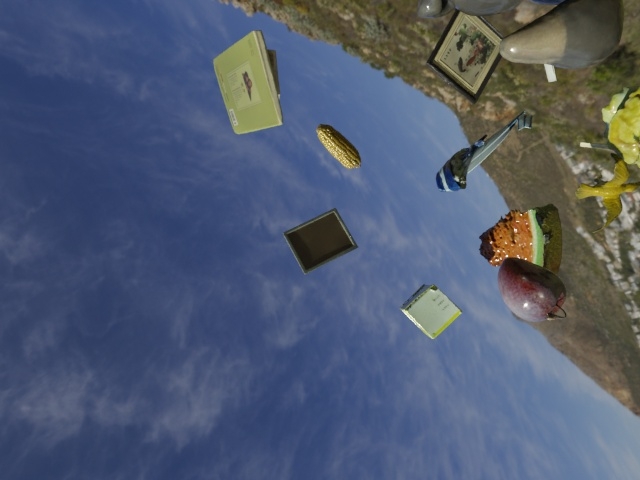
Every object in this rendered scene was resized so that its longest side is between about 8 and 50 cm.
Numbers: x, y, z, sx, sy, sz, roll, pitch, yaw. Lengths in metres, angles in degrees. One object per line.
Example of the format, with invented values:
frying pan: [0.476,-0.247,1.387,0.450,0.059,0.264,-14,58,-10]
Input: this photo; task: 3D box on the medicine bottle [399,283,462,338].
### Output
medicine bottle: [0.380,0.242,1.457,0.141,0.137,0.250,44,180,10]

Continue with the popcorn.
popcorn: [0.745,-0.258,0.912,0.221,0.204,0.184,24,-146,-34]

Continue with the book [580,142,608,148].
book: [0.745,-0.241,1.071,0.110,0.014,0.077,3,-165,-16]

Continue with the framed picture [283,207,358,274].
framed picture: [0.000,0.000,1.820,0.217,0.274,0.017,63,168,13]

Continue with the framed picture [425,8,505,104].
framed picture: [0.401,-0.509,1.125,0.199,0.195,0.010,27,-176,-23]

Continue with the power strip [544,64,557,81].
power strip: [0.850,-0.664,1.543,0.191,0.030,0.048,41,-125,-42]

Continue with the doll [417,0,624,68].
doll: [0.414,-0.536,0.847,0.252,0.381,0.379,79,179,-59]

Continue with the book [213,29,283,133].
book: [-0.217,-0.440,1.210,0.035,0.352,0.240,-23,-70,-27]

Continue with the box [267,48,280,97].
box: [-0.198,-0.581,1.566,0.066,0.150,0.234,-2,-117,-12]

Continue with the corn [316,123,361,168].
corn: [0.082,-0.398,1.775,0.261,0.097,0.097,38,-142,-28]

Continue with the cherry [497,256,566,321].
cherry: [0.404,0.094,0.817,0.188,0.115,0.148,8,-117,-44]

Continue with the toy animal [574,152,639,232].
toy animal: [0.774,-0.149,1.103,0.095,0.155,0.219,45,154,55]

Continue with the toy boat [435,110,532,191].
toy boat: [0.440,-0.246,1.158,0.070,0.291,0.210,40,-164,-13]

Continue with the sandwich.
sandwich: [0.680,0.004,1.403,0.161,0.301,0.251,-12,-83,-26]
